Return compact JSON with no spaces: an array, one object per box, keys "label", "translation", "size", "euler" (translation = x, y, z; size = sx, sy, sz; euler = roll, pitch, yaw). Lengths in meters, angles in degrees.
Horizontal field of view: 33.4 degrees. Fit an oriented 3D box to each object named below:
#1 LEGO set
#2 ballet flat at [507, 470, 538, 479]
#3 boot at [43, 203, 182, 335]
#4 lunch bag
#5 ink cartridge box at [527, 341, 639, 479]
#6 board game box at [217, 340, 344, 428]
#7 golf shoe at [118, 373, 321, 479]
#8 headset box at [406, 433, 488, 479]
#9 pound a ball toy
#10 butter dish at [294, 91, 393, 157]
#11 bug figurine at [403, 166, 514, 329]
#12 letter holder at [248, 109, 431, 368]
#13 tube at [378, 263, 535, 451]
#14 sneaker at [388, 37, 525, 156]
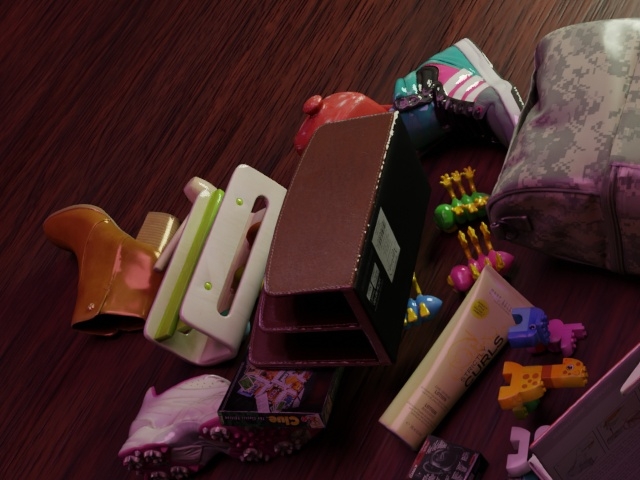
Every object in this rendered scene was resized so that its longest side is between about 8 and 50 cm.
[{"label":"LEGO set","translation":[0.265,0.152,1.221],"size":[0.093,0.087,0.227],"euler":[-7,42,26]},{"label":"ballet flat","translation":[0.230,0.302,1.185],"size":[0.041,0.041,0.114],"euler":[-21,46,18]},{"label":"boot","translation":[-0.373,0.053,1.744],"size":[0.295,0.104,0.211],"euler":[0,55,29]},{"label":"lunch bag","translation":[0.356,-0.121,1.301],"size":[0.256,0.212,0.305],"euler":[10,61,25]},{"label":"ink cartridge box","translation":[0.336,0.147,1.073],"size":[0.296,0.261,0.066],"euler":[-42,44,-4]},{"label":"board game box","translation":[-0.033,0.153,1.394],"size":[0.136,0.030,0.259],"euler":[-3,29,16]},{"label":"golf shoe","translation":[-0.134,0.228,1.433],"size":[0.306,0.115,0.140],"euler":[-15,45,22]},{"label":"headset box","translation":[0.147,0.271,1.263],"size":[0.083,0.032,0.062],"euler":[11,61,40]},{"label":"pound a ball toy","translation":[-0.154,0.033,1.619],"size":[0.208,0.136,0.319],"euler":[-27,38,50]},{"label":"butter dish","translation":[0.020,-0.175,1.642],"size":[0.160,0.118,0.160],"euler":[7,58,56]},{"label":"bug figurine","translation":[0.147,0.017,1.447],"size":[0.216,0.072,0.279],"euler":[-20,41,10]},{"label":"letter holder","translation":[0.000,0.000,1.373],"size":[0.214,0.152,0.302],"euler":[-5,46,24]},{"label":"tube","translation":[0.167,0.148,1.321],"size":[0.062,0.070,0.240],"euler":[33,79,33]},{"label":"sneaker","translation":[0.191,-0.176,1.537],"size":[0.178,0.124,0.295],"euler":[-29,36,3]}]
